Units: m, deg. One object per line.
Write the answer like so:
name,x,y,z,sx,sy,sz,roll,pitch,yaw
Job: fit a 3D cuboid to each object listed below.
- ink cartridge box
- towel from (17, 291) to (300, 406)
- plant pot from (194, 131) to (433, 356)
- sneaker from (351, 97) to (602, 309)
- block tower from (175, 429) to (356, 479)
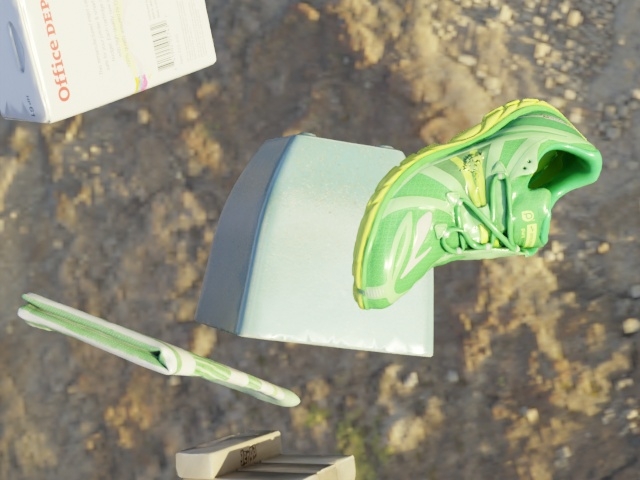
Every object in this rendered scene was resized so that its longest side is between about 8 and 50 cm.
ink cartridge box,-0.126,-0.125,0.728,0.052,0.122,0.088,9,117,43
towel,-0.197,0.146,1.636,0.248,0.325,0.038,16,82,27
plant pot,0.000,0.000,1.640,0.247,0.248,0.252,-175,92,-72
sneaker,0.145,-0.033,1.197,0.123,0.295,0.109,34,148,36
block tower,-0.026,0.300,0.864,0.097,0.091,0.335,-4,90,28
